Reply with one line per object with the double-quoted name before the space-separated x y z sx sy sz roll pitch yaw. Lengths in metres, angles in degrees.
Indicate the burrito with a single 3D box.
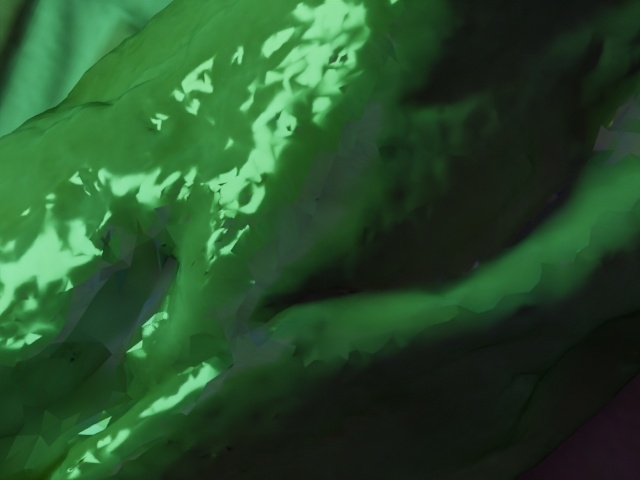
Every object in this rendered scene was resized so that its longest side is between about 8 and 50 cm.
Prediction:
"burrito" -0.002 -0.002 0.594 0.332 0.135 0.190 -42 78 14
